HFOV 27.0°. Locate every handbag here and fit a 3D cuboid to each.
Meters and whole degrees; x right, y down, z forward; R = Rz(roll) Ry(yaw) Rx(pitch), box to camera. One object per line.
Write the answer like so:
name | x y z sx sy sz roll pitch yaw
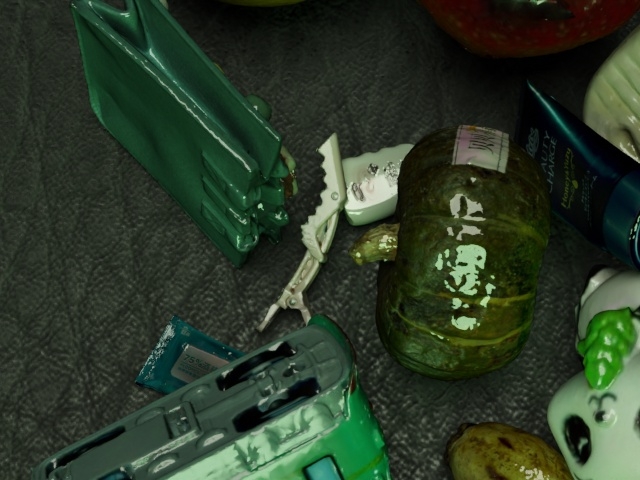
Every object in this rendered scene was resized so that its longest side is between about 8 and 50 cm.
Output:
handbag | -0.131 -0.128 1.371 0.100 0.269 0.274 -40 74 -17

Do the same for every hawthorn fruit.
hawthorn fruit | 0.211 -0.319 1.332 0.315 0.316 0.316 -1 73 4

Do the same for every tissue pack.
tissue pack | -0.119 0.143 1.407 0.138 0.028 0.085 25 73 16

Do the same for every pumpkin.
pumpkin | 0.122 0.011 1.311 0.189 0.260 0.260 8 74 6

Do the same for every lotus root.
lotus root | 0.228 0.271 1.298 0.258 0.110 0.097 47 126 13

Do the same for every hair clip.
hair clip | 0.000 0.000 1.409 0.072 0.034 0.226 19 91 8

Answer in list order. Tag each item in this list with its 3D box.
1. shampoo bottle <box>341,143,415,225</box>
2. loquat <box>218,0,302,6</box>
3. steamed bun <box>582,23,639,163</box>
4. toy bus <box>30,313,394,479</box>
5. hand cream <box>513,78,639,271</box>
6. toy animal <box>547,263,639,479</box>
shampoo bottle | 0.091 -0.071 1.446 0.151 0.045 0.077 -18 73 -2
loquat | -0.054 -0.419 1.445 0.328 0.328 0.359 44 41 15
steamed bun | 0.486 -0.152 1.322 0.342 0.255 0.368 44 116 23
toy bus | -0.091 0.242 1.278 0.343 0.183 0.199 -27 110 -4
hand cream | 0.259 -0.063 1.324 0.061 0.120 0.270 -6 27 -19
toy animal | 0.322 0.139 1.256 0.212 0.213 0.267 19 49 10
